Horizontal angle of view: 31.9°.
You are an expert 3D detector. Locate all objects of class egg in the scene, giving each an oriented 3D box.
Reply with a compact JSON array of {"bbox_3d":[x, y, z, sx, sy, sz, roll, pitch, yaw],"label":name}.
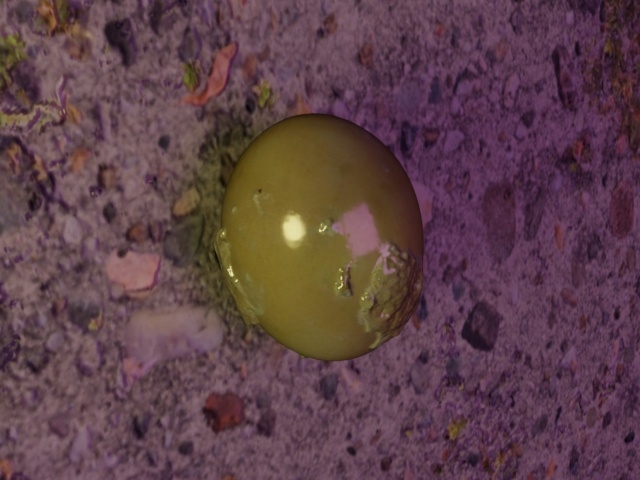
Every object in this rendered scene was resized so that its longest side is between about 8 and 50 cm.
[{"bbox_3d":[0.003,-0.001,0.873,0.164,0.164,0.201,-33,120,-41],"label":"egg"}]
